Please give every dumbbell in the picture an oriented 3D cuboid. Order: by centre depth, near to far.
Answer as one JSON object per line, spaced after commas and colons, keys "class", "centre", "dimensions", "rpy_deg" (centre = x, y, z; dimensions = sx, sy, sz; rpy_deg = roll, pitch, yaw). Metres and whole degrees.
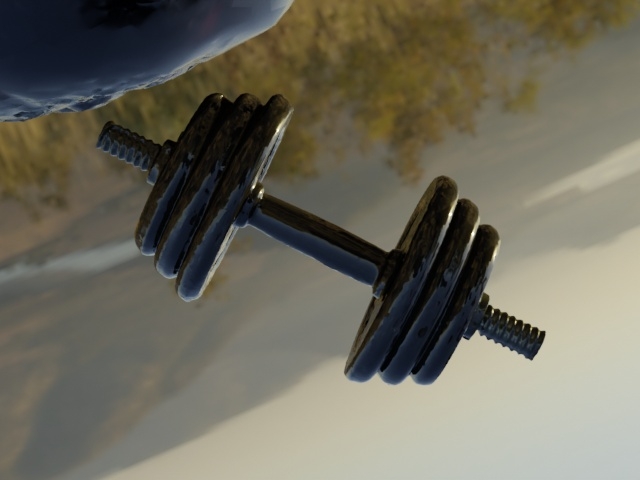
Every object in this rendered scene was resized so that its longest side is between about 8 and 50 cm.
{"class": "dumbbell", "centre": [0.000, 0.000, 0.722], "dimensions": [0.099, 0.208, 0.099], "rpy_deg": [-64, -179, 1]}

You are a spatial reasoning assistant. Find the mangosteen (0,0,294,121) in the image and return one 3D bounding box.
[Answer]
{"class": "mangosteen", "centre": [-0.137, -0.207, 0.832], "dimensions": [0.300, 0.300, 0.300], "rpy_deg": [-23, 175, -2]}
